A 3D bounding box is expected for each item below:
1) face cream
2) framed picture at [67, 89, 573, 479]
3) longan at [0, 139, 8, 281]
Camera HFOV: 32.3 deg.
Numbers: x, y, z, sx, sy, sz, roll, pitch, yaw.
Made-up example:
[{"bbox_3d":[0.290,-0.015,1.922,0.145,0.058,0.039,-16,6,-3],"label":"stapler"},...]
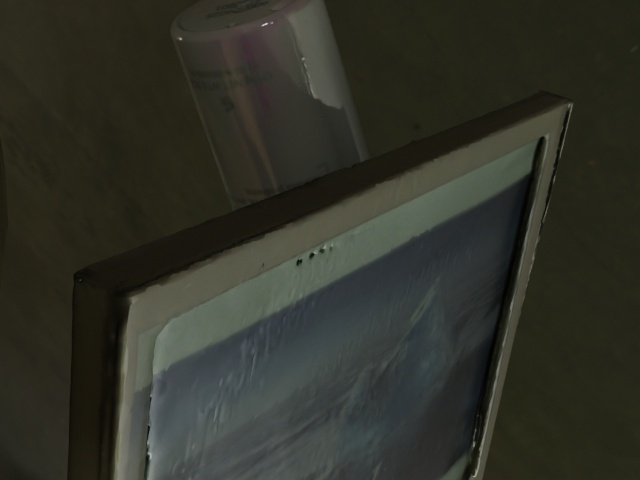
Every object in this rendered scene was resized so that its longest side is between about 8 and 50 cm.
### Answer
[{"bbox_3d":[0.000,0.000,0.748,0.102,0.102,0.346,20,136,47],"label":"face cream"},{"bbox_3d":[0.020,0.105,0.636,0.028,0.446,0.326,21,116,28],"label":"framed picture"},{"bbox_3d":[-0.363,-0.044,0.626,0.404,0.336,0.404,50,166,18],"label":"longan"}]
